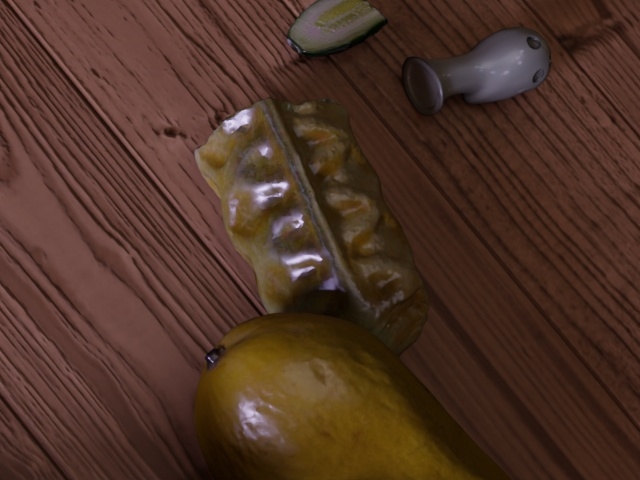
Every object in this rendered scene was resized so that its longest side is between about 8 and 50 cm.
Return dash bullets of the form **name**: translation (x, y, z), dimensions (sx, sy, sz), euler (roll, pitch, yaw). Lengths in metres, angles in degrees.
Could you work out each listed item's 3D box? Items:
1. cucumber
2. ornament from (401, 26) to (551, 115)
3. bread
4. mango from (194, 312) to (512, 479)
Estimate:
- **cucumber**: translation (0.011, -0.216, 1.708), dimensions (0.107, 0.035, 0.067), euler (-31, 64, -29)
- **ornament**: translation (0.170, -0.177, 1.737), dimensions (0.156, 0.081, 0.075), euler (-18, 39, -26)
- **bread**: translation (0.000, 0.000, 1.560), dimensions (0.152, 0.130, 0.267), euler (-27, 78, 8)
- **mango**: translation (0.025, 0.200, 1.464), dimensions (0.195, 0.142, 0.331), euler (-43, 103, 0)
